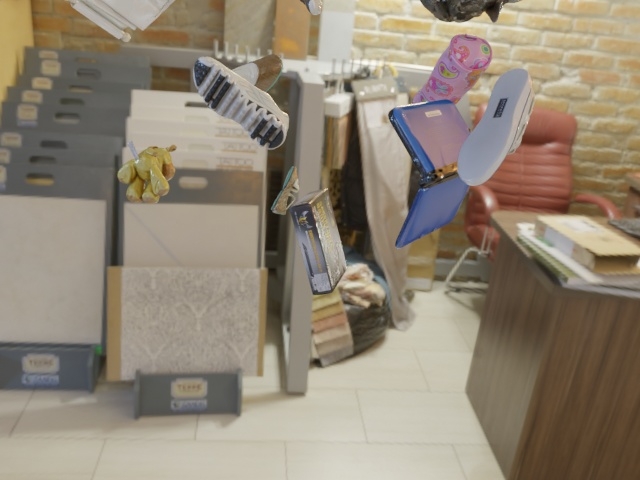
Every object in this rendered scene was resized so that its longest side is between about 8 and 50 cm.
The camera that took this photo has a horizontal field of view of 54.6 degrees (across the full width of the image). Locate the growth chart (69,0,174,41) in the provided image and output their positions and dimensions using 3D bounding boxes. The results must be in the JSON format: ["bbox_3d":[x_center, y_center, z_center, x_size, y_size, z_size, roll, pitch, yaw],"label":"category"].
[{"bbox_3d":[-0.285,-0.427,1.003,0.021,0.237,0.172,53,3,24],"label":"growth chart"}]

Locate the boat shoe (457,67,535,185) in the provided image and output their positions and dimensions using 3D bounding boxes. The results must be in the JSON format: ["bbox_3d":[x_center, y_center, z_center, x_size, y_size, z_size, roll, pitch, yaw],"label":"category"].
[{"bbox_3d":[0.356,-0.211,1.225,0.096,0.268,0.088,5,-27,44],"label":"boat shoe"}]

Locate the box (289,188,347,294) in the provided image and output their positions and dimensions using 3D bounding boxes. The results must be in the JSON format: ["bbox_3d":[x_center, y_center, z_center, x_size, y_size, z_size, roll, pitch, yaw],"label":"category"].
[{"bbox_3d":[0.000,0.000,1.572,0.056,0.231,0.183,-10,13,18],"label":"box"}]

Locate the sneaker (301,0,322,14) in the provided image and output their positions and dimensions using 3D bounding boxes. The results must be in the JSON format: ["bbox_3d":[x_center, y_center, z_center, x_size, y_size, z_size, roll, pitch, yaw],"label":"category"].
[{"bbox_3d":[-0.036,-0.530,1.331,0.064,0.061,0.158,-15,50,9],"label":"sneaker"}]

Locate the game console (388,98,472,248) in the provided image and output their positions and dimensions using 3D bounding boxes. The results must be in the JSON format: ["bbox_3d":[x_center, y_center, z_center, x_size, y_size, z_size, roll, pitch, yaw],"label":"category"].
[{"bbox_3d":[0.231,-0.155,1.370,0.293,0.173,0.250,-22,81,-52],"label":"game console"}]

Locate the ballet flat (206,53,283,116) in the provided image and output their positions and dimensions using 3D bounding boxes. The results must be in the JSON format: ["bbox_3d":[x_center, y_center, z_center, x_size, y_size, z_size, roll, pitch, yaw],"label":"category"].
[{"bbox_3d":[-0.273,-0.523,2.089,0.124,0.116,0.342,0,-17,-45],"label":"ballet flat"}]

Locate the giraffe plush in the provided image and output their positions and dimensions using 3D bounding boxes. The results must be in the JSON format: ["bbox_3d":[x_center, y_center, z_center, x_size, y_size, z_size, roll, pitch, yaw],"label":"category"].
[{"bbox_3d":[-0.552,-0.241,2.048,0.181,0.210,0.170,2,20,17],"label":"giraffe plush"}]

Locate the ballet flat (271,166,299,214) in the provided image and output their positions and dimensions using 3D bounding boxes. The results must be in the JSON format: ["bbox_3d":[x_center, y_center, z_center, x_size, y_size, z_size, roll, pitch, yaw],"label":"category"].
[{"bbox_3d":[-0.122,-0.187,2.392,0.067,0.206,0.073,27,-16,-10],"label":"ballet flat"}]

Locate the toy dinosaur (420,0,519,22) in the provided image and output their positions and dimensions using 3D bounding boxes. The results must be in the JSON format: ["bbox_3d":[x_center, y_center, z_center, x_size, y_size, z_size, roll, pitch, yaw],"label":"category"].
[{"bbox_3d":[0.336,-0.594,1.558,0.313,0.121,0.160,2,-12,34],"label":"toy dinosaur"}]

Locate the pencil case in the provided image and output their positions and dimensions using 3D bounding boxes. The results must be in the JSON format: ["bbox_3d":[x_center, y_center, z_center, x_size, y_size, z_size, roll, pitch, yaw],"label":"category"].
[{"bbox_3d":[0.340,-0.423,1.636,0.124,0.124,0.284,1,-17,-12],"label":"pencil case"}]

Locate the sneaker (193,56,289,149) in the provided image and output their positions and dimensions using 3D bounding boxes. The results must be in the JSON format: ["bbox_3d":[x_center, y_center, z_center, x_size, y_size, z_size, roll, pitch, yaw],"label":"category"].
[{"bbox_3d":[-0.200,-0.362,1.593,0.292,0.110,0.118,41,40,-16],"label":"sneaker"}]
